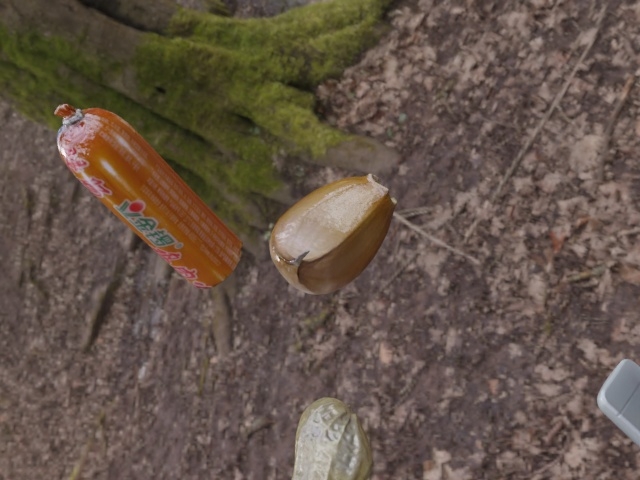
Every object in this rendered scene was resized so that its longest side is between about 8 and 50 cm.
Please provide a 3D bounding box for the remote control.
[{"bbox_3d":[0.278,0.165,0.556,0.184,0.050,0.027,43,149,11],"label":"remote control"}]

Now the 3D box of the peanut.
[{"bbox_3d":[0.009,0.300,0.943,0.090,0.098,0.215,103,178,-65],"label":"peanut"}]

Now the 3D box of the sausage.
[{"bbox_3d":[-0.167,-0.045,0.733,0.071,0.234,0.071,-21,44,22],"label":"sausage"}]

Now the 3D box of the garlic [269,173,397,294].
[{"bbox_3d":[0.006,0.008,0.971,0.128,0.206,0.115,5,125,38],"label":"garlic"}]
